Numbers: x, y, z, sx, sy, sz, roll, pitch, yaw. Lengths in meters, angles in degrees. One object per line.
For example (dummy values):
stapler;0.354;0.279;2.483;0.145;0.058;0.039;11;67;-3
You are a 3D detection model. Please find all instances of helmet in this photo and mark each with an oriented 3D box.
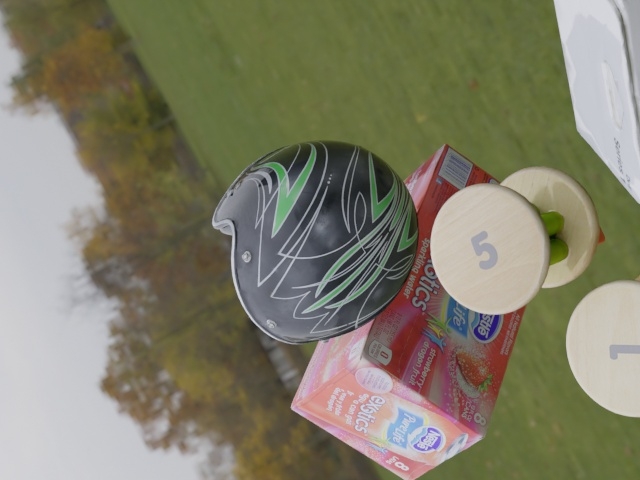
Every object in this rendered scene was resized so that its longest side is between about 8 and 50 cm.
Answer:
helmet;0.000;0.000;1.188;0.169;0.169;0.161;63;172;-26

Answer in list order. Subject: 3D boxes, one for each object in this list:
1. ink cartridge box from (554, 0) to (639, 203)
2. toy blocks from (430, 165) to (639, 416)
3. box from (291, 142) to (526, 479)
ink cartridge box;0.245;-0.139;0.797;0.092;0.219;0.160;58;171;46
toy blocks;0.131;0.012;0.609;0.123;0.054;0.148;37;-153;24
box;0.110;0.071;1.463;0.154;0.300;0.142;33;140;-12
